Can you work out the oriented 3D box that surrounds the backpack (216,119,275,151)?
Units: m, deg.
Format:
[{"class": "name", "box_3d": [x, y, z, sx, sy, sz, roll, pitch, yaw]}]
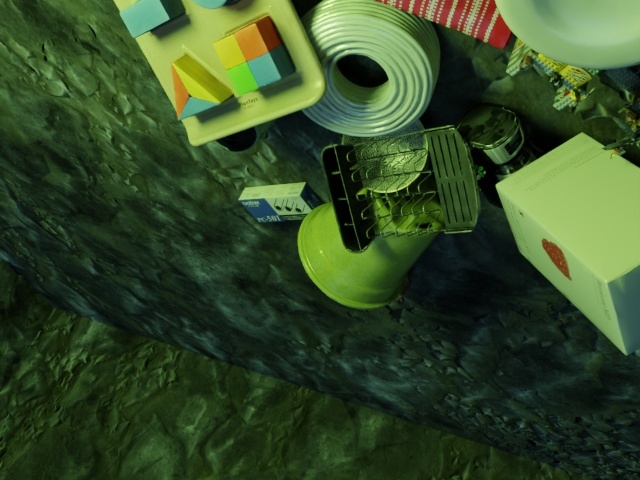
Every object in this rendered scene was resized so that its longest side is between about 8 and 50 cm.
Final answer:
[{"class": "backpack", "box_3d": [-0.175, -0.273, 1.280, 0.188, 0.144, 0.166, 52, 145, -13]}]

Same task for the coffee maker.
[{"class": "coffee maker", "box_3d": [0.304, -0.145, 1.166, 0.171, 0.120, 0.178, -4, 141, 43]}]

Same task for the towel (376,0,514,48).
[{"class": "towel", "box_3d": [0.155, -0.376, 0.885, 0.275, 0.031, 0.198, 22, 152, 5]}]

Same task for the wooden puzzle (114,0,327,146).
[{"class": "wooden puzzle", "box_3d": [-0.190, -0.341, 1.066, 0.322, 0.080, 0.347, -11, 111, 36]}]

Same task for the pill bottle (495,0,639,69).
[{"class": "pill bottle", "box_3d": [0.288, -0.338, 0.613, 0.188, 0.333, 0.188, 18, 151, 10]}]

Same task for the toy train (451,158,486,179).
[{"class": "toy train", "box_3d": [0.249, -0.122, 1.126, 0.017, 0.023, 0.083, 46, 171, -38]}]

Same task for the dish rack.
[{"class": "dish rack", "box_3d": [0.143, -0.091, 1.160, 0.272, 0.074, 0.208, -5, 107, 39]}]

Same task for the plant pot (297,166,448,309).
[{"class": "plant pot", "box_3d": [0.128, -0.029, 1.394, 0.276, 0.276, 0.254, 29, 140, -10]}]

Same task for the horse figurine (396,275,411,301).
[{"class": "horse figurine", "box_3d": [0.146, 0.061, 1.705, 0.263, 0.066, 0.174, 35, 156, -16]}]

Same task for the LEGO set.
[{"class": "LEGO set", "box_3d": [0.406, -0.244, 0.836, 0.331, 0.192, 0.255, 35, 150, -21]}]

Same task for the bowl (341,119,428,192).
[{"class": "bowl", "box_3d": [0.133, -0.180, 1.250, 0.170, 0.080, 0.170, 6, 104, 23]}]

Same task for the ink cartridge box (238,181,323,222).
[{"class": "ink cartridge box", "box_3d": [-0.099, -0.093, 1.645, 0.207, 0.046, 0.097, -1, 142, 39]}]

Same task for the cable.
[{"class": "cable", "box_3d": [0.069, -0.288, 1.095, 0.257, 0.089, 0.257, 20, 142, -5]}]

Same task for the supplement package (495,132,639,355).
[{"class": "supplement package", "box_3d": [0.441, -0.005, 1.023, 0.177, 0.175, 0.293, 58, -179, -36]}]
